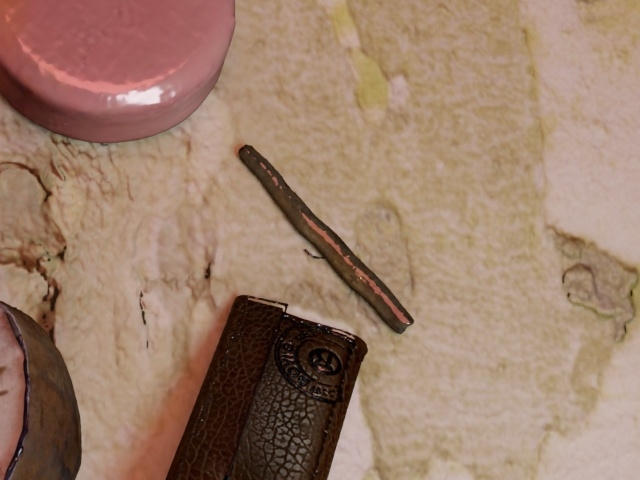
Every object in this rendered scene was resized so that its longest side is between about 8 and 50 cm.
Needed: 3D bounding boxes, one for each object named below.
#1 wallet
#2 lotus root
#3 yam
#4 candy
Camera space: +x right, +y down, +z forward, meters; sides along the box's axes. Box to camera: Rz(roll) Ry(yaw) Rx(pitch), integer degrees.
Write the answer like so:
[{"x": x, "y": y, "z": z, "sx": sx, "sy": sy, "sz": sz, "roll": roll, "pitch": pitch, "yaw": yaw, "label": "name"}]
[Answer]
[{"x": -0.044, "y": 0.152, "z": 1.357, "sx": 0.133, "sy": 0.039, "sz": 0.243, "roll": 20, "pitch": 43, "yaw": 0, "label": "wallet"}, {"x": -0.310, "y": 0.172, "z": 1.251, "sx": 0.272, "sy": 0.192, "sz": 0.272, "roll": -5, "pitch": 72, "yaw": 14, "label": "lotus root"}, {"x": 0.001, "y": -0.001, "z": 1.480, "sx": 0.234, "sy": 0.029, "sz": 0.027, "roll": 47, "pitch": 40, "yaw": 9, "label": "yam"}, {"x": -0.196, "y": -0.216, "z": 1.477, "sx": 0.255, "sy": 0.094, "sz": 0.255, "roll": 5, "pitch": 68, "yaw": -12, "label": "candy"}]
